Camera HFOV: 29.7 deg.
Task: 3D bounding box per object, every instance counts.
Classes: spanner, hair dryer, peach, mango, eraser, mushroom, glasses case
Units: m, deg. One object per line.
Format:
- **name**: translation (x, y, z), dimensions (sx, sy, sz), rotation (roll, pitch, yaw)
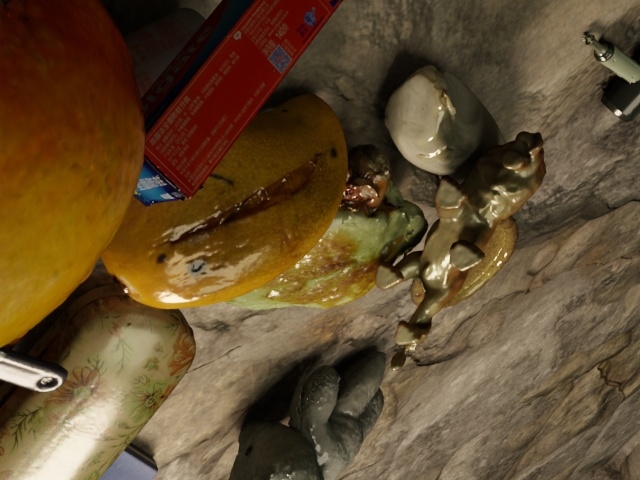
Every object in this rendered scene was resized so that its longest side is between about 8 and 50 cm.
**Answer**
- **spanner**: translation (-0.367, 0.096, 1.134), dimensions (0.087, 0.024, 0.316), rotation (-41, 139, 17)
- **hair dryer**: translation (0.388, -0.229, 1.585), dimensions (0.100, 0.057, 0.198), rotation (-50, 140, 16)
- **peach**: translation (-0.292, -0.059, 0.797), dimensions (0.373, 0.290, 0.372), rotation (-37, 155, -21)
- **mango**: translation (-0.082, -0.041, 1.188), dimensions (0.295, 0.177, 0.120), rotation (-30, -172, -21)
- **eraser**: translation (-0.277, 0.286, 1.528), dimensions (0.082, 0.036, 0.225), rotation (-38, 150, -2)
- **mushroom**: translation (0.163, -0.111, 1.436), dimensions (0.109, 0.097, 0.351), rotation (-45, 152, 4)
- **glasses case**: translation (-0.305, 0.221, 1.339), dimensions (0.156, 0.098, 0.425), rotation (28, 110, -41)

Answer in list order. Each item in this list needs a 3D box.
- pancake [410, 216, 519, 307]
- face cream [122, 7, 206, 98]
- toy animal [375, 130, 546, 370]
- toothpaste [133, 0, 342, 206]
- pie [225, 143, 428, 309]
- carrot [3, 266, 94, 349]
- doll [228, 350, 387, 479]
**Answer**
- **pancake**: translation (0.211, 0.033, 1.753), dimensions (0.199, 0.021, 0.199), rotation (-27, 147, -19)
- **face cream**: translation (-0.199, -0.105, 1.031), dimensions (0.252, 0.101, 0.101), rotation (-29, 148, -18)
- **toy animal**: translation (0.163, 0.000, 1.403), dimensions (0.157, 0.097, 0.312), rotation (-29, 155, -48)
- **toothpaste**: translation (-0.056, -0.166, 0.992), dimensions (0.066, 0.076, 0.320), rotation (47, 62, -24)
- **pie**: translation (-0.007, 0.006, 1.410), dimensions (0.257, 0.105, 0.274), rotation (-32, 151, 7)
- **carrot**: translation (-0.312, 0.079, 1.201), dimensions (0.062, 0.066, 0.271), rotation (40, 106, -15)
- **doll**: translation (-0.027, 0.289, 1.739), dimensions (0.340, 0.158, 0.246), rotation (-54, 157, -38)
